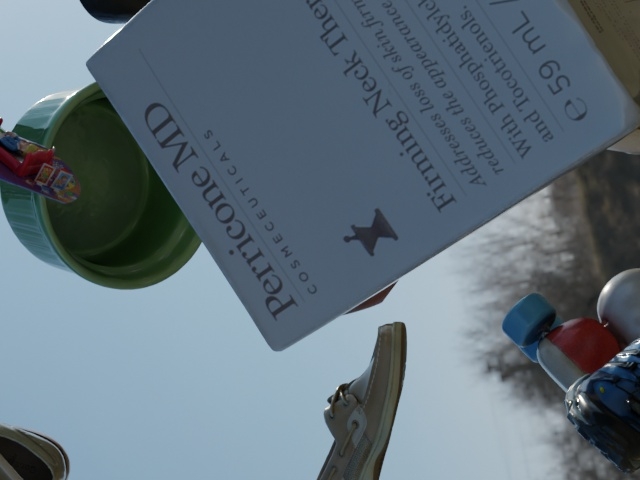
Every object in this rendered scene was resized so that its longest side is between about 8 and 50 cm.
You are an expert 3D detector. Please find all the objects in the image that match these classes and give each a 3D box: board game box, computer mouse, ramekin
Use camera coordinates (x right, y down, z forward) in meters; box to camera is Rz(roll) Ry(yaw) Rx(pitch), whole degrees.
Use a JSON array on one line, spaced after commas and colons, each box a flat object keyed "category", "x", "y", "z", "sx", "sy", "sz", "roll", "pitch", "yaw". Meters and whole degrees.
[{"category": "board game box", "x": -0.335, "y": -0.104, "z": 1.327, "sx": 0.168, "sy": 0.033, "sz": 0.133, "roll": 23, "pitch": -159, "yaw": -31}, {"category": "computer mouse", "x": -0.258, "y": -0.394, "z": 1.846, "sx": 0.272, "sy": 0.072, "sz": 0.188, "roll": -9, "pitch": -78, "yaw": -53}, {"category": "ramekin", "x": -0.310, "y": -0.085, "z": 1.732, "sx": 0.303, "sy": 0.148, "sz": 0.303, "roll": -5, "pitch": -82, "yaw": -44}]

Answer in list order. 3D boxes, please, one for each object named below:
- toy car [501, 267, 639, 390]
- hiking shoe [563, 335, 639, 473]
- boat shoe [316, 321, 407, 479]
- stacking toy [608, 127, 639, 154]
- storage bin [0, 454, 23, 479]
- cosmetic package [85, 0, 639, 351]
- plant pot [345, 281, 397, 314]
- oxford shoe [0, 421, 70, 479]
[{"category": "toy car", "x": 0.412, "y": 0.121, "z": 1.616, "sx": 0.219, "sy": 0.238, "sz": 0.210, "roll": 46, "pitch": -177, "yaw": 26}, {"category": "hiking shoe", "x": 0.362, "y": 0.151, "z": 1.336, "sx": 0.113, "sy": 0.132, "sz": 0.304, "roll": 40, "pitch": -155, "yaw": 11}, {"category": "boat shoe", "x": 0.057, "y": 0.276, "z": 1.848, "sx": 0.121, "sy": 0.110, "sz": 0.341, "roll": -61, "pitch": -15, "yaw": -71}, {"category": "stacking toy", "x": 0.402, "y": -0.388, "z": 1.674, "sx": 0.350, "sy": 0.350, "sz": 0.480, "roll": -57, "pitch": -14, "yaw": -68}, {"category": "storage bin", "x": -0.351, "y": 0.279, "z": 0.954, "sx": 0.262, "sy": 0.123, "sz": 0.260, "roll": 47, "pitch": -122, "yaw": 4}, {"category": "cosmetic package", "x": 0.078, "y": -0.160, "z": 1.124, "sx": 0.329, "sy": 0.393, "sz": 0.327, "roll": 56, "pitch": -152, "yaw": 2}, {"category": "plant pot", "x": 0.000, "y": 0.000, "z": 2.231, "sx": 0.235, "sy": 0.267, "sz": 0.267, "roll": -28, "pitch": -109, "yaw": -37}, {"category": "oxford shoe", "x": -0.558, "y": 0.292, "z": 1.729, "sx": 0.146, "sy": 0.397, "sz": 0.140, "roll": 143, "pitch": 136, "yaw": -76}]
